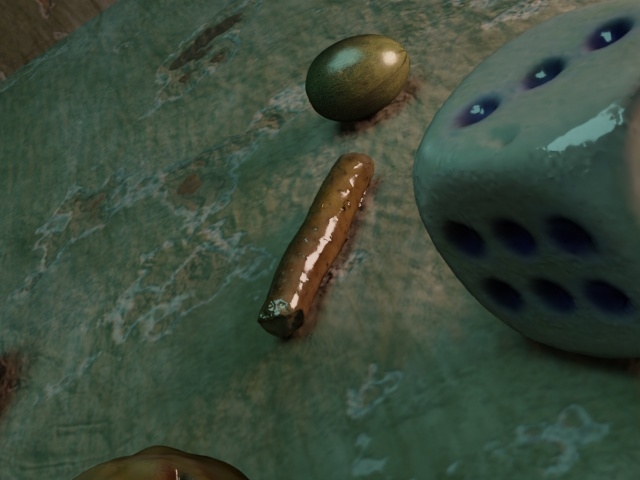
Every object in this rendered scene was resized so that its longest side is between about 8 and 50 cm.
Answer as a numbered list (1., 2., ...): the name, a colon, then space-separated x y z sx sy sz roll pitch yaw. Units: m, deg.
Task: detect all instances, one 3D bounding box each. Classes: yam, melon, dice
1. yam: 0.000 0.000 0.985 0.056 0.057 0.241 -11 37 37
2. melon: 0.044 -0.195 1.161 0.130 0.098 0.098 -25 31 7
3. dice: 0.197 -0.043 0.684 0.192 0.194 0.193 -50 29 -23

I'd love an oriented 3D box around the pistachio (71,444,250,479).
1. pistachio: -0.080 0.250 0.556 0.166 0.197 0.288 -3 52 -22
